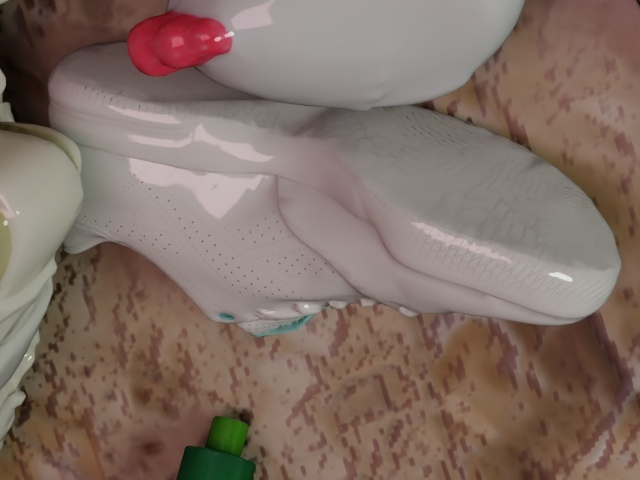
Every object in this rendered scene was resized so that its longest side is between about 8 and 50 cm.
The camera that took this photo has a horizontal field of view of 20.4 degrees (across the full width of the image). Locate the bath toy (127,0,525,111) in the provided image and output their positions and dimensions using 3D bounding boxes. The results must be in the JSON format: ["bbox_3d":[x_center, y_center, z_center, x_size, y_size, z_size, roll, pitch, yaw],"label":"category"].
[{"bbox_3d":[-0.048,-0.198,0.558,0.129,0.151,0.348,-24,102,-19],"label":"bath toy"}]

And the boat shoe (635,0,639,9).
[{"bbox_3d":[0.092,-0.163,0.547,0.095,0.095,0.257,-32,93,20],"label":"boat shoe"}]

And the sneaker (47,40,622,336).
[{"bbox_3d":[0.000,0.000,0.632,0.212,0.080,0.094,19,119,17],"label":"sneaker"}]

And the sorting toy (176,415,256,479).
[{"bbox_3d":[0.097,0.136,0.634,0.365,0.127,0.126,12,77,15],"label":"sorting toy"}]

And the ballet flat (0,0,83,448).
[{"bbox_3d":[-0.149,-0.058,0.577,0.147,0.147,0.409,0,117,16],"label":"ballet flat"}]
